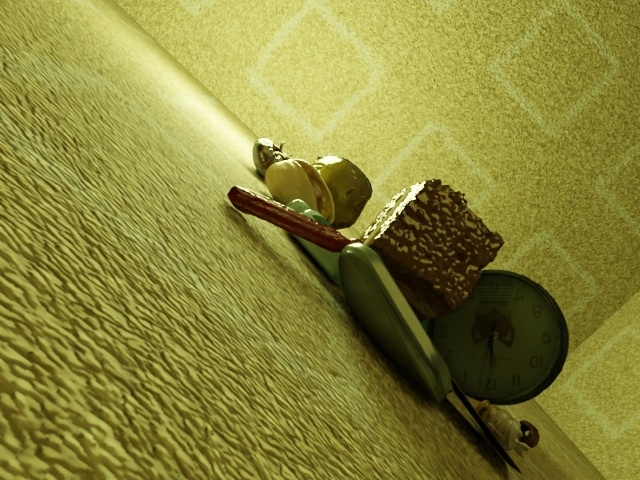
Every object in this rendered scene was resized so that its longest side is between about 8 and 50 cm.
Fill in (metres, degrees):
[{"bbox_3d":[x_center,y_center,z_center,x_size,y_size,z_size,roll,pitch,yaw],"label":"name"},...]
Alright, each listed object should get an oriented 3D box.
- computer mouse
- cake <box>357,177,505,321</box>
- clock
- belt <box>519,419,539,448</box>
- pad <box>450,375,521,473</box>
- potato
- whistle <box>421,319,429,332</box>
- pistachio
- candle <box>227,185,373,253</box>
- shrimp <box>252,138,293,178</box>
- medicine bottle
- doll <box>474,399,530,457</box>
[{"bbox_3d":[0.124,0.150,0.998,0.331,0.095,0.197,60,0,29],"label":"computer mouse"},{"bbox_3d":[0.228,0.037,1.321,0.256,0.282,0.290,44,-28,-2],"label":"cake"},{"bbox_3d":[0.414,0.225,1.297,0.325,0.325,0.067,49,12,34],"label":"clock"},{"bbox_3d":[0.547,0.512,1.443,0.036,0.059,0.083,44,7,-8],"label":"belt"},{"bbox_3d":[0.283,0.316,1.036,0.266,0.002,0.176,54,-2,17],"label":"pad"},{"bbox_3d":[0.012,-0.132,1.777,0.246,0.196,0.300,47,-22,0],"label":"potato"},{"bbox_3d":[0.253,0.196,1.575,0.269,0.093,0.180,39,-1,10],"label":"whistle"},{"bbox_3d":[-0.056,-0.127,1.494,0.229,0.157,0.157,52,9,18],"label":"pistachio"},{"bbox_3d":[-0.036,-0.026,1.060,0.329,0.051,0.048,25,40,-27],"label":"candle"},{"bbox_3d":[-0.141,-0.247,1.802,0.145,0.116,0.343,61,11,16],"label":"shrimp"},{"bbox_3d":[0.000,0.000,1.231,0.229,0.083,0.121,47,10,30],"label":"medicine bottle"},{"bbox_3d":[0.365,0.385,1.104,0.084,0.073,0.127,20,16,-41],"label":"doll"}]
